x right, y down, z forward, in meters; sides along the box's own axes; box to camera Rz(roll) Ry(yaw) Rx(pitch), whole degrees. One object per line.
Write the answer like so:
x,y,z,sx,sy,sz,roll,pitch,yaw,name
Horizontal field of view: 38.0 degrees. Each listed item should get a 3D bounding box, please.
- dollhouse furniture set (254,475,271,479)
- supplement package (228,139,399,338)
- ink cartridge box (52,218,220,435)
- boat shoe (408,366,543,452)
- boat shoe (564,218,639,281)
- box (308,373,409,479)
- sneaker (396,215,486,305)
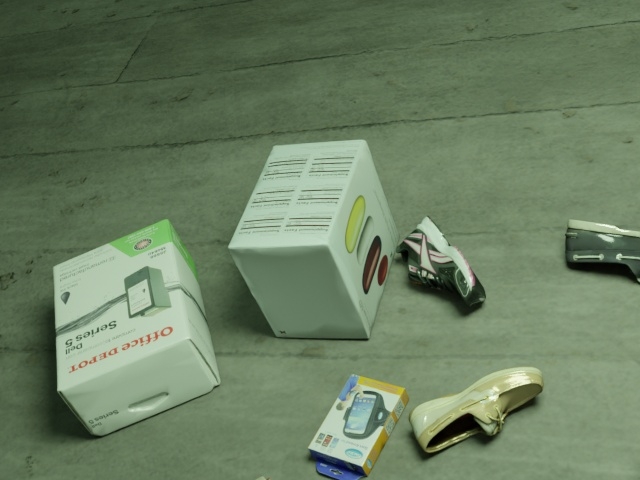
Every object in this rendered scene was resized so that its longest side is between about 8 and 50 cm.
-0.062,0.377,0.979,0.129,0.129,0.184,-28,40,-6,dollhouse furniture set
0.000,0.000,1.303,0.149,0.194,0.203,-2,46,24,supplement package
-0.275,0.121,1.363,0.198,0.115,0.273,-23,41,1,ink cartridge box
0.190,0.206,1.103,0.170,0.063,0.059,-26,42,12,boat shoe
0.418,0.021,1.208,0.206,0.075,0.065,15,96,29,boat shoe
0.045,0.234,1.161,0.081,0.028,0.136,10,49,33,box
0.164,0.043,1.292,0.077,0.072,0.178,-37,33,3,sneaker
